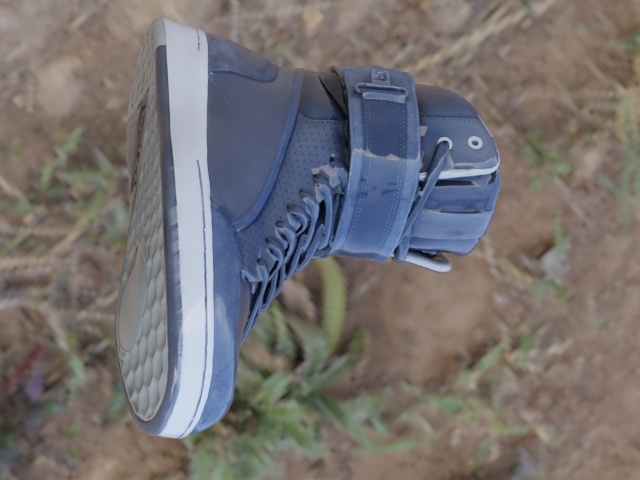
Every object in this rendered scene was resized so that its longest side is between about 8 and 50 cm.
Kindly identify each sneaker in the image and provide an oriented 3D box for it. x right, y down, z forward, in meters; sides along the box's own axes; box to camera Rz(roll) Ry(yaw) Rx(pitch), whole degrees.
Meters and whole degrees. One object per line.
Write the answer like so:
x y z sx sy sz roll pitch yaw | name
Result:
0.001 -0.002 0.696 0.226 0.163 0.086 -92 -159 -47 | sneaker
